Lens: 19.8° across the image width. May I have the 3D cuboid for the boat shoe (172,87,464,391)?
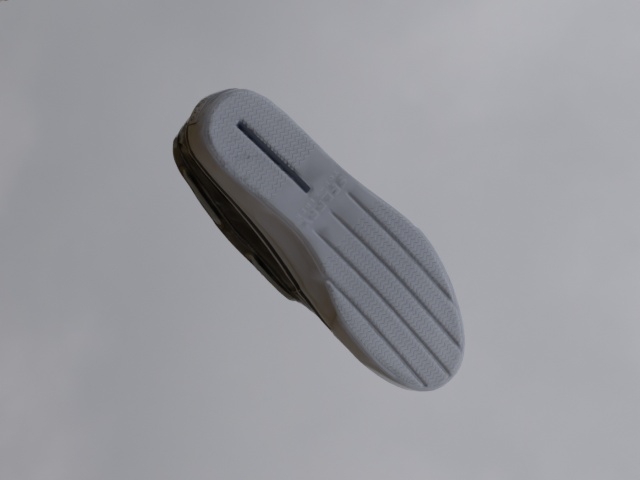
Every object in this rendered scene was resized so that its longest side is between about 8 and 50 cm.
[{"bbox_3d":[0.000,0.000,1.658,0.335,0.121,0.119,51,-23,-7],"label":"boat shoe"}]
